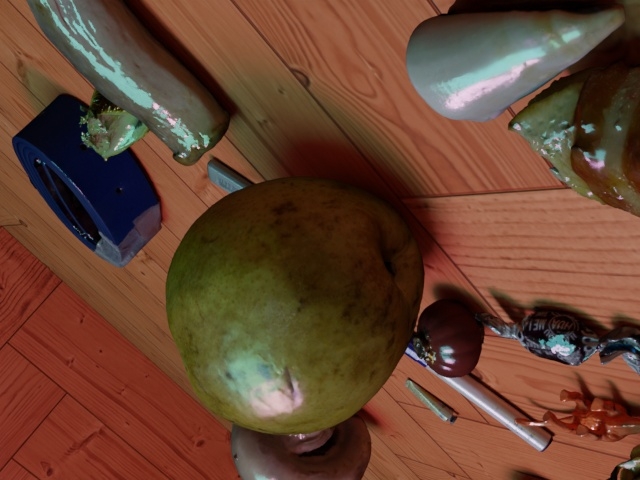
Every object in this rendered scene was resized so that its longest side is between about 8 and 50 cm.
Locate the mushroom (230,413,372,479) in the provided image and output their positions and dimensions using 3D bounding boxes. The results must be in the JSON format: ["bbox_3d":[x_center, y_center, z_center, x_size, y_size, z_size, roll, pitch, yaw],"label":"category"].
[{"bbox_3d":[-0.023,0.365,1.750,0.292,0.292,0.290,34,129,12],"label":"mushroom"}]

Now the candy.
[{"bbox_3d":[0.273,0.116,0.989,0.226,0.051,0.094,15,152,46],"label":"candy"}]

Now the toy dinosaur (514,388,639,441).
[{"bbox_3d":[0.324,0.220,1.109,0.101,0.055,0.279,23,165,-27],"label":"toy dinosaur"}]

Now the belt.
[{"bbox_3d":[-0.392,-0.094,1.540,0.212,0.117,0.347,30,156,22],"label":"belt"}]

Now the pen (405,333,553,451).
[{"bbox_3d":[0.220,0.217,1.304,0.269,0.033,0.033,36,159,6],"label":"pen"}]

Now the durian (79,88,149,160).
[{"bbox_3d":[-0.282,-0.169,1.227,0.086,0.100,0.215,34,165,2],"label":"durian"}]

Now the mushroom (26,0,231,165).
[{"bbox_3d":[-0.234,-0.231,1.049,0.122,0.095,0.351,-12,130,38],"label":"mushroom"}]

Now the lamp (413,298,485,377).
[{"bbox_3d":[0.162,0.124,1.129,0.101,0.090,0.101,168,90,-77],"label":"lamp"}]

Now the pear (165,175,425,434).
[{"bbox_3d":[-0.024,0.063,1.043,0.304,0.304,0.304,32,158,15],"label":"pear"}]

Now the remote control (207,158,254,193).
[{"bbox_3d":[-0.109,-0.070,1.266,0.124,0.018,0.053,33,157,12],"label":"remote control"}]

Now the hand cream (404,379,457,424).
[{"bbox_3d":[0.182,0.266,1.486,0.102,0.022,0.035,38,160,16],"label":"hand cream"}]

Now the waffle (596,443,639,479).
[{"bbox_3d":[0.461,0.366,0.947,0.382,0.095,0.380,37,129,18],"label":"waffle"}]

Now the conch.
[{"bbox_3d":[0.126,-0.146,0.634,0.094,0.104,0.176,22,161,-18],"label":"conch"}]

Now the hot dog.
[{"bbox_3d":[0.238,-0.068,0.614,0.213,0.103,0.146,27,177,41],"label":"hot dog"}]
